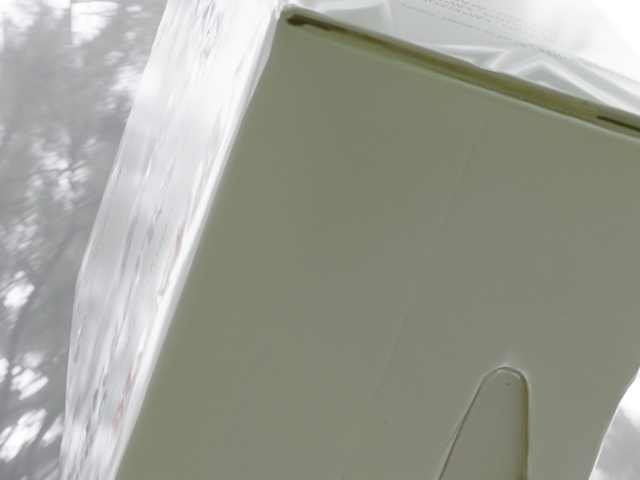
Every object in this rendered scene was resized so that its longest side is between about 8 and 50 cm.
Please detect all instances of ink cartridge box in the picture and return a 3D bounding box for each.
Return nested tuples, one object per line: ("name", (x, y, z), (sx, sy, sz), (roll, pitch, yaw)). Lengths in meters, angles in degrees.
("ink cartridge box", (0.000, 0.000, 0.576), (0.114, 0.273, 0.197), (16, -71, -12))
